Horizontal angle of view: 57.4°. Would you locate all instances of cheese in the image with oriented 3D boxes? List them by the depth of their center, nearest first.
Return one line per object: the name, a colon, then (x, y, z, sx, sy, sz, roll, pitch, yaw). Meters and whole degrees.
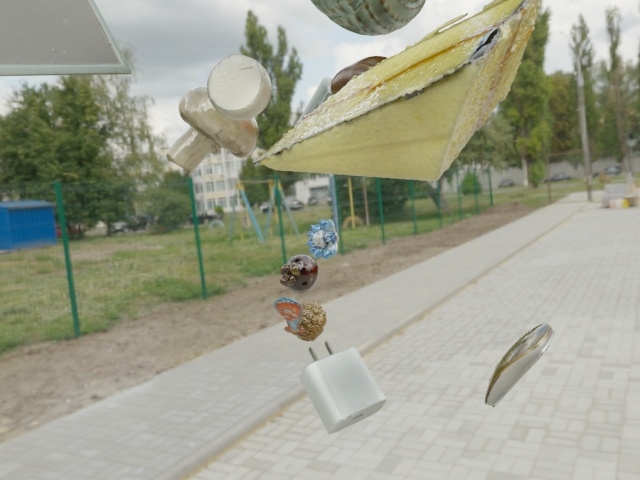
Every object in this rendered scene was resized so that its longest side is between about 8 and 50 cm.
cheese: (-0.110, 0.284, 2.179, 0.106, 0.256, 0.037, 3, 50, 12)

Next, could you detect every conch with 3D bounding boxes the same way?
conch: (0.086, -0.596, 1.337, 0.320, 0.214, 0.303, -11, -27, 24)

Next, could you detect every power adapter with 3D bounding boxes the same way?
power adapter: (0.049, 0.414, 1.729, 0.187, 0.255, 0.124, -16, -32, -28)

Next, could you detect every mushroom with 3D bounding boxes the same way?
mushroom: (-0.358, -0.340, 1.904, 0.293, 0.290, 0.292, 35, 2, -2)

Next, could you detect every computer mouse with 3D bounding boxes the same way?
computer mouse: (0.434, 0.277, 1.311, 0.056, 0.245, 0.126, 36, 42, 16)

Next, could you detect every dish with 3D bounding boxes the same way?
dish: (0.024, -0.357, 1.732, 0.151, 0.212, 0.077, 30, 16, -10)

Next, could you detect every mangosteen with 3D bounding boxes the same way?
mangosteen: (-0.075, 0.110, 1.909, 0.140, 0.139, 0.140, -5, 4, 0)

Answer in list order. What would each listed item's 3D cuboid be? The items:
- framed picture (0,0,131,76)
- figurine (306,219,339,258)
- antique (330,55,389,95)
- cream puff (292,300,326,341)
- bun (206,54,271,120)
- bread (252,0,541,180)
framed picture: (-0.428, -0.342, 0.856, 0.019, 0.232, 0.296, -25, 5, 26)
figurine: (0.000, 0.000, 1.613, 0.114, 0.114, 0.079, -2, 2, 31)
antique: (0.144, -0.274, 1.272, 0.129, 0.278, 0.223, -34, -12, -31)
cream puff: (-0.047, 0.320, 2.324, 0.150, 0.165, 0.115, -6, -13, -7)
bun: (-0.211, -0.399, 1.561, 0.173, 0.172, 0.120, -4, -8, 13)
bread: (0.124, -0.273, 0.962, 0.405, 0.242, 0.345, 13, 46, 17)
